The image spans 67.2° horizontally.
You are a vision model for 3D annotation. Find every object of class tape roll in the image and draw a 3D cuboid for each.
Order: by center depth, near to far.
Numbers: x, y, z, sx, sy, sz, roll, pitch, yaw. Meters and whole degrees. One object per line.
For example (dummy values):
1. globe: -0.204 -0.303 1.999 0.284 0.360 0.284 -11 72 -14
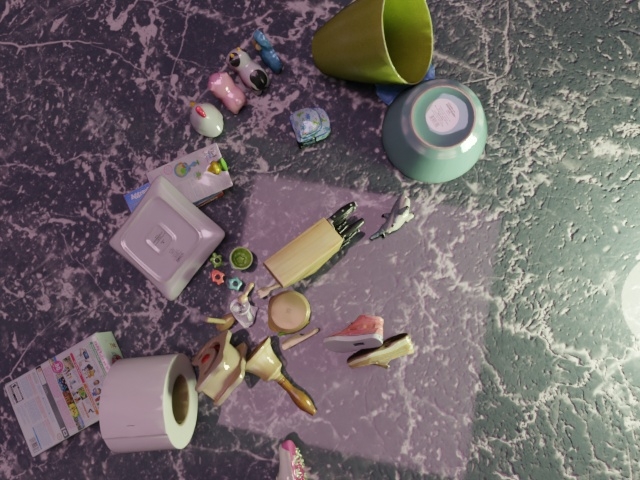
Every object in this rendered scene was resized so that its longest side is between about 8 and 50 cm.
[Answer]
1. tape roll: -0.448 0.431 1.284 0.169 0.246 0.246 -6 80 5

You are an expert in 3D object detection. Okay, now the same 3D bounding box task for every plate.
1. plate: -0.465 -0.004 1.422 0.278 0.045 0.277 41 99 6

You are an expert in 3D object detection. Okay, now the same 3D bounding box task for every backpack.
1. backpack: -0.028 -0.350 1.459 0.114 0.084 0.105 -18 81 -1

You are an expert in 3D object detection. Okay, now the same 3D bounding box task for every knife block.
1. knife block: 0.000 0.000 1.323 0.088 0.276 0.242 49 117 11

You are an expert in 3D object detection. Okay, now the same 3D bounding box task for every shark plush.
1. shark plush: 0.209 -0.060 1.419 0.161 0.073 0.067 -52 59 16

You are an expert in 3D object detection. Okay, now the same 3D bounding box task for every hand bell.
1. hand bell: -0.101 0.396 1.342 0.242 0.126 0.126 44 87 -1

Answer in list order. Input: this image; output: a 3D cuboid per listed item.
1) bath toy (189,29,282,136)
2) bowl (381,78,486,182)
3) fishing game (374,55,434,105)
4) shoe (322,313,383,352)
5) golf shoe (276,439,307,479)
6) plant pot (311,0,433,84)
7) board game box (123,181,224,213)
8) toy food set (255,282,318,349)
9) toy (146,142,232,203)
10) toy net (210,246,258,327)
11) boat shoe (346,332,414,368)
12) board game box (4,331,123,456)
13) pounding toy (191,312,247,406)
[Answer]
1. bath toy: -0.278 -0.477 1.482 0.151 0.129 0.348 41 87 10
2. bowl: 0.333 -0.326 1.360 0.311 0.163 0.311 0 90 5
3. fishing game: 0.256 -0.492 1.481 0.189 0.041 0.264 -10 85 11
4. shoe: 0.094 0.261 1.358 0.178 0.063 0.081 -12 40 24
5. golf shoe: -0.098 0.694 1.275 0.140 0.115 0.306 -10 78 7
6. plant pot: 0.129 -0.570 1.387 0.293 0.275 0.275 5 79 40
7. board game box: -0.454 -0.140 1.491 0.281 0.027 0.145 -27 80 0
8. toy food set: -0.095 0.209 1.398 0.132 0.038 0.192 -25 74 -7
9. toy: -0.386 -0.182 1.445 0.237 0.056 0.137 -22 90 12
10. toy net: -0.245 0.138 1.394 0.122 0.045 0.232 -7 78 -23
11. boat shoe: 0.170 0.325 1.337 0.190 0.068 0.072 -22 94 2
12. board game box: -0.708 0.433 1.383 0.303 0.097 0.224 -29 80 1
13. pounding toy: -0.303 0.309 1.305 0.154 0.269 0.155 -41 110 12
